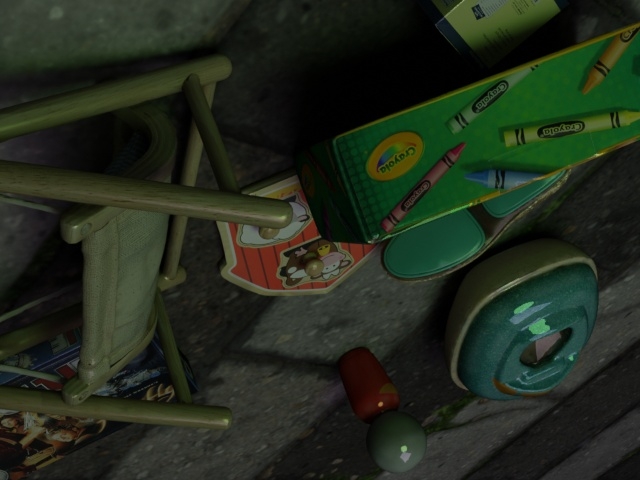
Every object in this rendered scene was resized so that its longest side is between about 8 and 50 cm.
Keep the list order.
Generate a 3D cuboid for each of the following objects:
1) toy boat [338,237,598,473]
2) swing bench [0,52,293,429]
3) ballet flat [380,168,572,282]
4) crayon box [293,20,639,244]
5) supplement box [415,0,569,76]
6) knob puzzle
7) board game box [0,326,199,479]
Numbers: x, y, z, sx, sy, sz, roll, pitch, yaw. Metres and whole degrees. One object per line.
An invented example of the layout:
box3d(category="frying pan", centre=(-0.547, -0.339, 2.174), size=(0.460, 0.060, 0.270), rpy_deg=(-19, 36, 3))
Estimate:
box3d(category="toy boat", centre=(0.182, 0.142, 1.057), size=(0.318, 0.148, 0.267), rpy_deg=(-24, 146, -6))
box3d(category="swing bench", centre=(-0.182, 0.021, 0.633), size=(0.254, 0.165, 0.253), rpy_deg=(-6, 141, -24))
box3d(category="ballet flat", centre=(0.151, -0.027, 0.887), size=(0.206, 0.073, 0.067), rpy_deg=(-32, 178, 10))
box3d(category="crayon box", centre=(0.130, -0.083, 0.711), size=(0.278, 0.081, 0.165), rpy_deg=(-22, -175, -10))
box3d(category="supplement box", centre=(0.119, -0.180, 0.668), size=(0.083, 0.056, 0.083), rpy_deg=(-39, 145, 16))
box3d(category="knob puzzle", centre=(0.000, 0.000, 0.848), size=(0.213, 0.030, 0.213), rpy_deg=(-19, 145, -14))
box3d(category="board game box", centre=(-0.252, 0.144, 0.850), size=(0.243, 0.042, 0.165), rpy_deg=(-26, 146, -3))
